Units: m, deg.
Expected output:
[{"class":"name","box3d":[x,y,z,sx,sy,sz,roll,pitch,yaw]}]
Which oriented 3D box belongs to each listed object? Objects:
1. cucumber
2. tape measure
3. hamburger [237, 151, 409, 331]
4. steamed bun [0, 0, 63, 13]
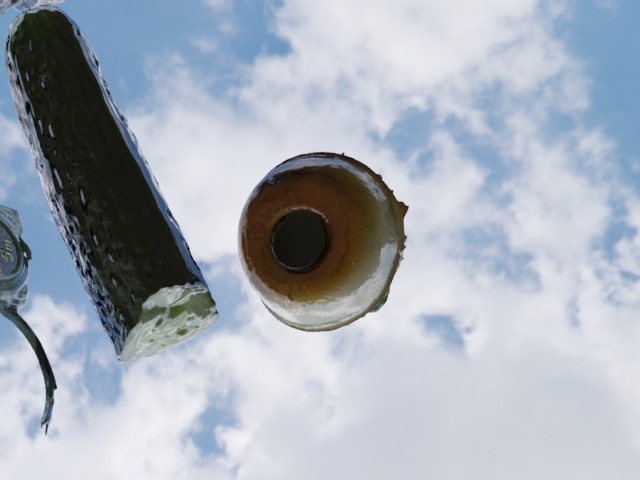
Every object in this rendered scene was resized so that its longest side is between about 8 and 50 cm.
[{"class":"cucumber","box3d":[-0.145,-0.040,0.501,0.074,0.074,0.241,-24,-92,-20]},{"class":"tape measure","box3d":[-0.403,0.089,0.912,0.164,0.084,0.330,23,-141,-51]},{"class":"hamburger","box3d":[-0.004,-0.001,0.968,0.237,0.147,0.237,-2,-96,22]},{"class":"steamed bun","box3d":[-0.533,-0.485,1.219,0.394,0.346,0.237,-4,-104,6]}]
